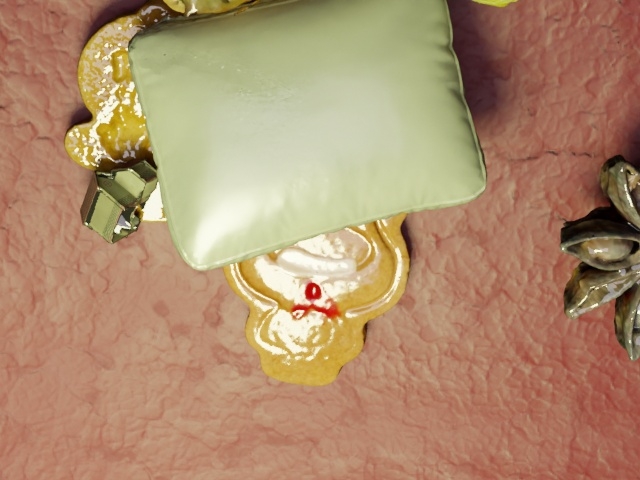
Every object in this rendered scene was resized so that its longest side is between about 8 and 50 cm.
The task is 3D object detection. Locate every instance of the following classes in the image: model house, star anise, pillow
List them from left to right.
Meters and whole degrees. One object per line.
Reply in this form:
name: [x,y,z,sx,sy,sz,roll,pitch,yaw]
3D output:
model house: [-0.212,-0.048,1.540,0.058,0.057,0.083,38,130,16]
pillow: [-0.012,-0.125,1.465,0.322,0.120,0.255,-13,93,-1]
star anise: [0.345,-0.003,1.538,0.236,0.109,0.223,-14,116,-11]

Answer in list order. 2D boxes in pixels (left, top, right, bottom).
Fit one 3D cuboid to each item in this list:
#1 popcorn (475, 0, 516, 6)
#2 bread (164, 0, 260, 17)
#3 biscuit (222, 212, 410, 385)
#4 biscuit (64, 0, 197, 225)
popcorn: [0.166,-0.329,1.388,0.204,0.183,0.221,-43,136,-24]
bread: [-0.071,-0.332,1.422,0.262,0.162,0.204,-29,104,-15]
biscuit: [0.000,0.000,1.582,0.202,0.047,0.334,10,108,-1]
biscuit: [-0.179,-0.130,1.551,0.184,0.035,0.249,-2,110,2]
